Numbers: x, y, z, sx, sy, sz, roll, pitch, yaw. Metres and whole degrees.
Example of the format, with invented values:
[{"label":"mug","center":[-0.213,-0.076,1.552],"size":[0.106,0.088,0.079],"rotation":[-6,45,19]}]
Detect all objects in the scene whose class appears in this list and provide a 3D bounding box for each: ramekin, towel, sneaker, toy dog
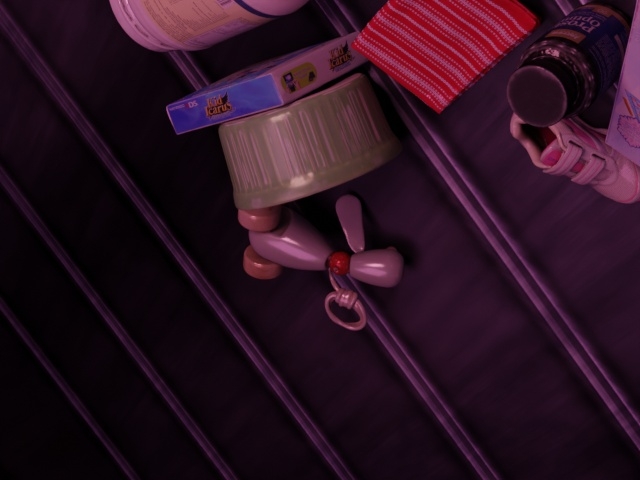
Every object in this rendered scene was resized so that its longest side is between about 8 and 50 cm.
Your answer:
[{"label":"ramekin","center":[-0.026,-0.174,2.005],"size":[0.303,0.303,0.148],"rotation":[-10,105,43]},{"label":"towel","center":[0.194,-0.328,1.862],"size":[0.199,0.031,0.275],"rotation":[36,139,-11]},{"label":"sneaker","center":[0.390,-0.133,1.818],"size":[0.252,0.111,0.103],"rotation":[36,136,13]},{"label":"toy dog","center":[0.000,0.000,2.241],"size":[0.334,0.161,0.220],"rotation":[29,133,0]}]

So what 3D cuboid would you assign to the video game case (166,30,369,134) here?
[{"label":"video game case","center":[-0.091,-0.271,2.019],"size":[0.270,0.244,0.061],"rotation":[-9,107,43]}]

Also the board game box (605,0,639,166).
[{"label":"board game box","center":[0.548,-0.159,1.589],"size":[0.319,0.066,0.318],"rotation":[42,158,25]}]

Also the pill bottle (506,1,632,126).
[{"label":"pill bottle","center":[0.358,-0.248,1.684],"size":[0.123,0.219,0.122],"rotation":[21,130,27]}]

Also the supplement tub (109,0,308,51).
[{"label":"supplement tub","center":[-0.183,-0.454,1.973],"size":[0.325,0.235,0.235],"rotation":[-12,111,44]}]
